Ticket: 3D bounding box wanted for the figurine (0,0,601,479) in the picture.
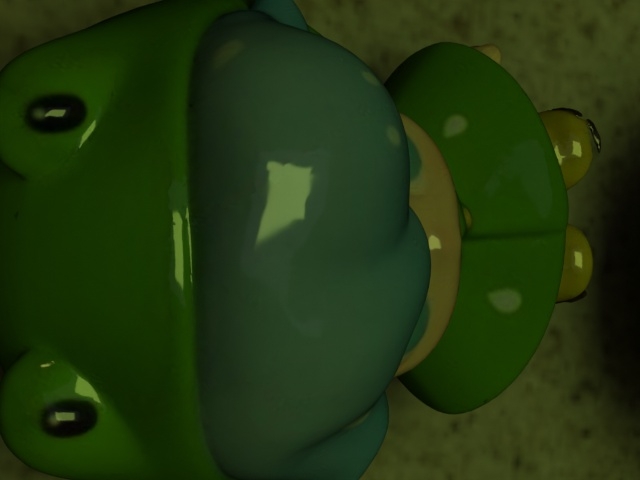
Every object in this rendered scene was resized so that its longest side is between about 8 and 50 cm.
[{"bbox_3d":[0.000,0.000,0.566,0.263,0.143,0.162,-6,101,-50],"label":"figurine"}]
